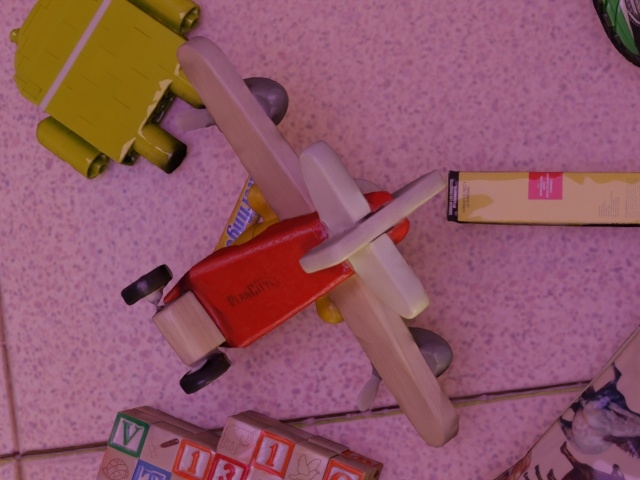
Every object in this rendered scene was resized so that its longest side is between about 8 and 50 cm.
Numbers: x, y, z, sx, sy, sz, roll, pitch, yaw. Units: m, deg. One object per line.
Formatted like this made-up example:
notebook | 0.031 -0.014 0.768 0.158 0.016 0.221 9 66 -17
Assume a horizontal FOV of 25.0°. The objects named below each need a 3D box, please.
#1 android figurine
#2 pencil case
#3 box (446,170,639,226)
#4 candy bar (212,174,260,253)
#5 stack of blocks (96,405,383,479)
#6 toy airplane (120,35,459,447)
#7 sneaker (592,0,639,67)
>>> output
android figurine | -0.253 -0.203 1.721 0.273 0.056 0.248 33 98 14
pencil case | 0.320 0.199 1.488 0.183 0.160 0.410 45 100 22
box | 0.256 -0.044 1.552 0.232 0.087 0.058 2 89 17
candy bar | -0.086 -0.037 1.687 0.040 0.018 0.161 26 96 15
stack of blocks | -0.099 0.283 1.644 0.297 0.087 0.171 19 94 16
toy airplane | 0.000 0.000 1.530 0.384 0.272 0.386 23 127 27
sneaker | 0.346 -0.350 1.511 0.146 0.134 0.343 -1 87 16
